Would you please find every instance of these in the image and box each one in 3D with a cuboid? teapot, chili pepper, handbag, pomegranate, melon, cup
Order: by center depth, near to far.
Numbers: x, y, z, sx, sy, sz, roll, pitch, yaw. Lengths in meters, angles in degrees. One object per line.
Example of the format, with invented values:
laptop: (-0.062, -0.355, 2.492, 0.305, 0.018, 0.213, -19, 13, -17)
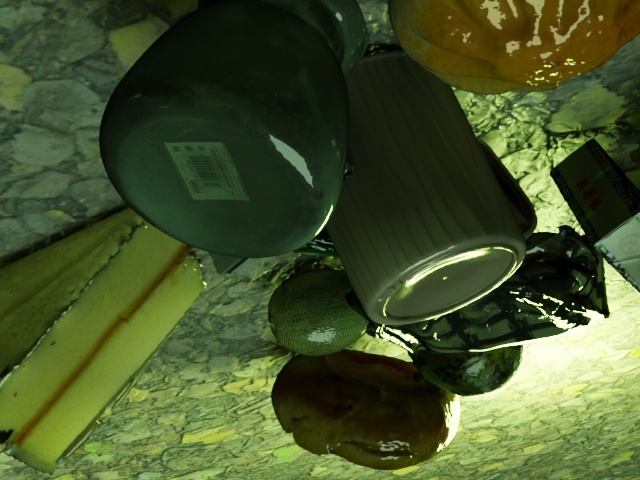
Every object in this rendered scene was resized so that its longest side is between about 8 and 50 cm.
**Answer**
teapot: (-0.089, -0.174, 1.009, 0.223, 0.285, 0.305, -24, 125, 42)
cup: (0.113, -0.054, 1.290, 0.208, 0.273, 0.288, -31, 153, 17)
handbag: (0.238, 0.069, 1.537, 0.325, 0.162, 0.327, -11, 167, 18)
chili pepper: (0.000, 0.000, 1.564, 0.279, 0.065, 0.122, 13, 156, -38)
melon: (-0.005, 0.114, 1.698, 0.192, 0.139, 0.139, -12, 154, -17)
pomegranate: (0.264, 0.135, 1.841, 0.204, 0.222, 0.276, 9, 113, -26)

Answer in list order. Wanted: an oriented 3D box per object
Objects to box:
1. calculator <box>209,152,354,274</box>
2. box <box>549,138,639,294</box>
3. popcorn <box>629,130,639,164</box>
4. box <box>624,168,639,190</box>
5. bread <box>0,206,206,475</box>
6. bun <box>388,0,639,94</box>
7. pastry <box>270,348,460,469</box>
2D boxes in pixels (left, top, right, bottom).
calculator: (-0.069, -0.084, 1.262, 0.021, 0.161, 0.262, -4, 153, -46)
box: (0.475, 0.013, 1.558, 0.084, 0.198, 0.310, -39, 122, 18)
popcorn: (0.595, -0.116, 1.439, 0.321, 0.325, 0.290, 39, 141, -4)
box: (0.569, -0.067, 1.716, 0.259, 0.071, 0.168, -15, 153, -1)
bread: (-0.310, 0.151, 1.537, 0.405, 0.242, 0.346, -17, 157, 13)
bun: (0.218, -0.243, 1.094, 0.299, 0.164, 0.299, -12, 152, -6)
pastry: (0.082, 0.297, 1.942, 0.356, 0.163, 0.356, 10, -175, -1)
